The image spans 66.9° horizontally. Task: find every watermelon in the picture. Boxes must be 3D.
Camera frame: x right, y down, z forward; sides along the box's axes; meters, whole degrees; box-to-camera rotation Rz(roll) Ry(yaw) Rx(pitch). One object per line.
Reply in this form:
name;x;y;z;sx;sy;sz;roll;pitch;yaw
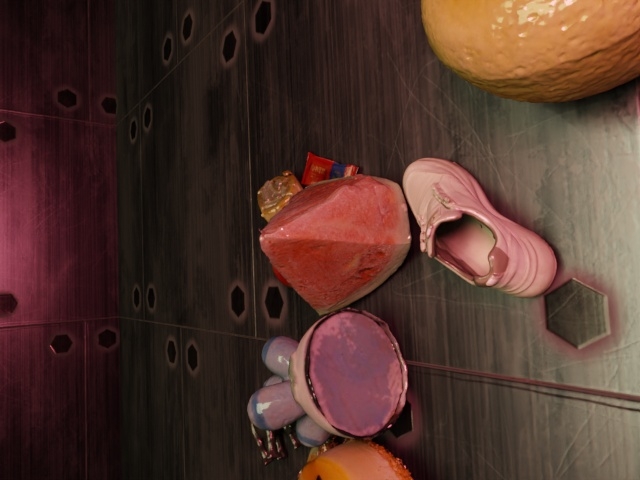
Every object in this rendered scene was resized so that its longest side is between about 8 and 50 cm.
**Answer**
watermelon;0.031;0.023;0.924;0.283;0.292;0.251;-16;109;49

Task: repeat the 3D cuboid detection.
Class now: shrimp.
shrimp;0.005;0.497;1.077;0.115;0.051;0.217;-141;64;-65

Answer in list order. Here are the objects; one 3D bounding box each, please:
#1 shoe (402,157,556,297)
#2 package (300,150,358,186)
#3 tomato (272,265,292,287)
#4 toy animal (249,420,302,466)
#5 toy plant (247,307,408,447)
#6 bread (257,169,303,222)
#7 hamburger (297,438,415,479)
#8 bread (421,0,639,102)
shoe;0.202;-0.027;0.756;0.316;0.159;0.124;47;127;38
package;0.016;-0.148;1.107;0.200;0.022;0.083;29;112;51
tomato;-0.075;0.023;1.175;0.166;0.082;0.174;-33;67;48
toy animal;-0.120;0.462;1.202;0.245;0.114;0.146;-47;55;41
toy plant;-0.017;0.290;0.981;0.332;0.247;0.248;-33;64;48
bread;-0.098;-0.107;1.177;0.117;0.064;0.156;-37;36;4
hamburger;0.078;0.521;0.897;0.294;0.178;0.276;42;121;54
bread;0.281;-0.321;0.586;0.320;0.237;0.321;0;90;49
